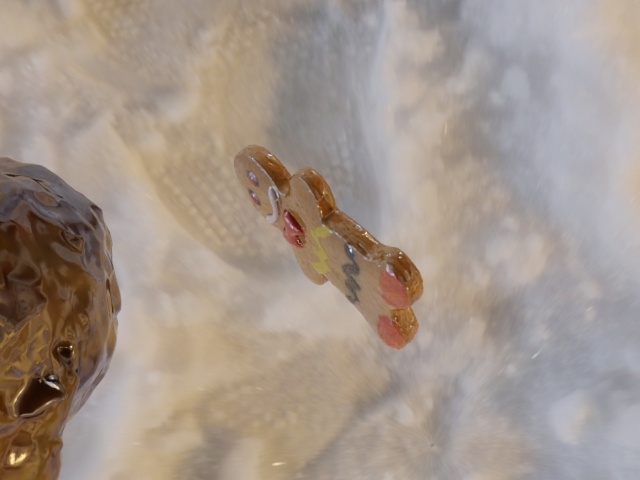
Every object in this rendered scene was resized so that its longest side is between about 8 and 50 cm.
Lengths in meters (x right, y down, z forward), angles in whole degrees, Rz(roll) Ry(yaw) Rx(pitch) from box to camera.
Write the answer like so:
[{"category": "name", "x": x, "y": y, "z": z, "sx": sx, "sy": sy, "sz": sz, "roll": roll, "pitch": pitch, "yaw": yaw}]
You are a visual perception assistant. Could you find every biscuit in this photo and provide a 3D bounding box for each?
[{"category": "biscuit", "x": -0.001, "y": 0.000, "z": 1.563, "sx": 0.036, "sy": 0.165, "sz": 0.250, "roll": -37, "pitch": 64, "yaw": -21}]

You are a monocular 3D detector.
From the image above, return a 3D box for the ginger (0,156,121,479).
[{"category": "ginger", "x": -0.223, "y": 0.017, "z": 0.538, "sx": 0.254, "sy": 0.418, "sz": 0.176, "roll": 48, "pitch": 113, "yaw": 19}]
